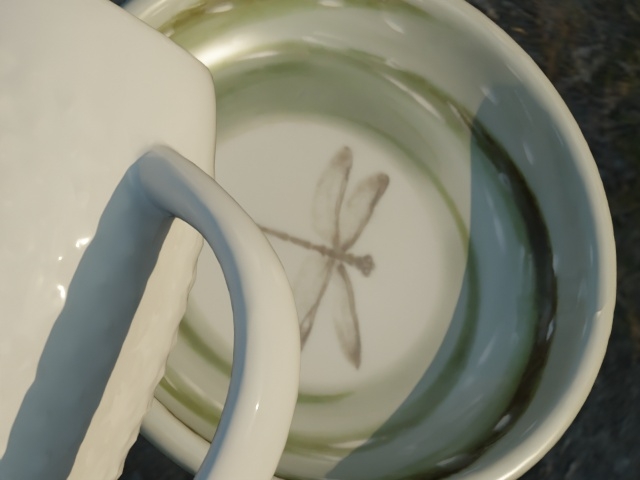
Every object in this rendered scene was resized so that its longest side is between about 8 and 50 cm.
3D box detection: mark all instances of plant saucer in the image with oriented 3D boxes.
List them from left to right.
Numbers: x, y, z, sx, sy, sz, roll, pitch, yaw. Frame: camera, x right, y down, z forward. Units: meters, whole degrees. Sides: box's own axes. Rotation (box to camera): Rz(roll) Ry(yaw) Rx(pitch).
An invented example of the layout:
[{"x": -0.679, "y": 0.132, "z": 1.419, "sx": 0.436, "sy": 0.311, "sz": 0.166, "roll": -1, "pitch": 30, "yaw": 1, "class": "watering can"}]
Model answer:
[{"x": 0.000, "y": 0.000, "z": 1.159, "sx": 0.400, "sy": 0.100, "sz": 0.400, "roll": 8, "pitch": 67, "yaw": -19, "class": "plant saucer"}]

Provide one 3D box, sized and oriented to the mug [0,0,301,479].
[{"x": -0.168, "y": 0.037, "z": 0.850, "sx": 0.374, "sy": 0.276, "sz": 0.328, "roll": 27, "pitch": 89, "yaw": 34, "class": "mug"}]
